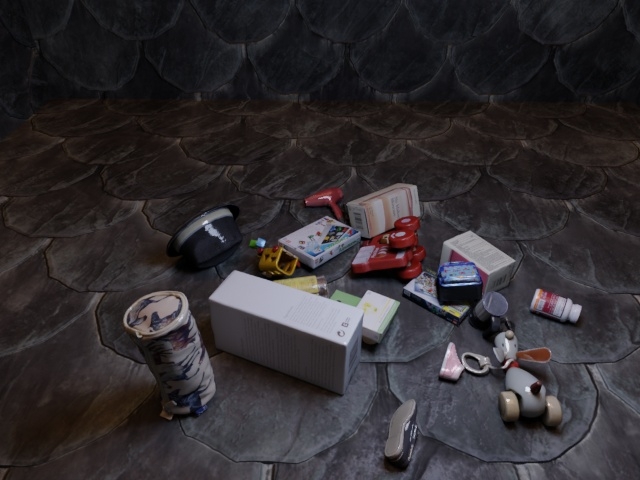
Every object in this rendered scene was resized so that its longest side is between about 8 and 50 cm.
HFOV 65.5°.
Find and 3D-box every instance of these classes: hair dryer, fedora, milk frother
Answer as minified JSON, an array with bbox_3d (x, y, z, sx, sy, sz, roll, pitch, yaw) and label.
[{"bbox_3d":[0.064,-0.166,2.274,0.294,0.080,0.223,11,38,14],"label":"hair dryer"},{"bbox_3d":[-0.421,0.004,1.934,0.334,0.334,0.152,-32,78,-36],"label":"fedora"},{"bbox_3d":[0.595,0.249,1.671,0.143,0.134,0.129,-12,63,-13],"label":"milk frother"}]

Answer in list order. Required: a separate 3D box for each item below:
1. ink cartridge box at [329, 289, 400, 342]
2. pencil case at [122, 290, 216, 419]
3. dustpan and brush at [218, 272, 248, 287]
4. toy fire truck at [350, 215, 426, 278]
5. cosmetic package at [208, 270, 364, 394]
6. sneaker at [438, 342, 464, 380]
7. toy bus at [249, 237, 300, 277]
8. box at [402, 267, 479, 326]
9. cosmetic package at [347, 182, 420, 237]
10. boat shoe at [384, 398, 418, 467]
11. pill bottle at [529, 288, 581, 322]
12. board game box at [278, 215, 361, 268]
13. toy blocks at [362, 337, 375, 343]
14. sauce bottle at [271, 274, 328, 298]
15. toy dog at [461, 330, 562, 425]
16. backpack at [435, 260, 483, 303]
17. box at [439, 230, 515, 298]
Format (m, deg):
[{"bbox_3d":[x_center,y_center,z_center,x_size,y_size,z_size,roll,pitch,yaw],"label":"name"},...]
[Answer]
[{"bbox_3d":[0.125,0.233,1.666,0.235,0.056,0.171,20,39,20],"label":"ink cartridge box"},{"bbox_3d":[-0.399,0.312,1.344,0.160,0.410,0.183,11,44,16],"label":"pencil case"},{"bbox_3d":[-0.290,0.153,1.768,0.147,0.211,0.060,-21,70,-27],"label":"dustpan and brush"},{"bbox_3d":[0.267,0.031,1.949,0.254,0.169,0.302,-7,23,22],"label":"toy fire truck"},{"bbox_3d":[-0.106,0.278,1.546,0.453,0.230,0.161,15,38,18],"label":"cosmetic package"},{"bbox_3d":[0.420,0.384,1.561,0.070,0.051,0.134,16,42,17],"label":"sneaker"},{"bbox_3d":[-0.184,0.088,1.900,0.191,0.202,0.104,16,69,8],"label":"toy bus"},{"bbox_3d":[0.440,0.201,1.813,0.233,0.044,0.159,28,44,32],"label":"box"},{"bbox_3d":[0.276,-0.132,2.149,0.296,0.153,0.129,-25,22,-28],"label":"cosmetic package"},{"bbox_3d":[0.233,0.529,1.370,0.065,0.075,0.206,49,36,-8],"label":"boat shoe"},{"bbox_3d":[0.821,0.232,1.742,0.152,0.086,0.086,20,41,23],"label":"pill bottle"},{"bbox_3d":[0.000,0.000,2.044,0.193,0.053,0.305,28,37,32],"label":"board game box"},{"bbox_3d":[0.145,0.277,1.697,0.123,0.054,0.148,7,37,10],"label":"toy blocks"},{"bbox_3d":[-0.147,0.192,1.758,0.344,0.111,0.111,-5,37,-7],"label":"sauce bottle"},{"bbox_3d":[0.587,0.383,1.470,0.220,0.161,0.333,-11,38,-16],"label":"toy dog"},{"bbox_3d":[0.485,0.132,1.764,0.158,0.117,0.173,-3,29,8],"label":"backpack"},{"bbox_3d":[0.592,0.088,1.898,0.149,0.126,0.232,-20,41,-26],"label":"box"}]
